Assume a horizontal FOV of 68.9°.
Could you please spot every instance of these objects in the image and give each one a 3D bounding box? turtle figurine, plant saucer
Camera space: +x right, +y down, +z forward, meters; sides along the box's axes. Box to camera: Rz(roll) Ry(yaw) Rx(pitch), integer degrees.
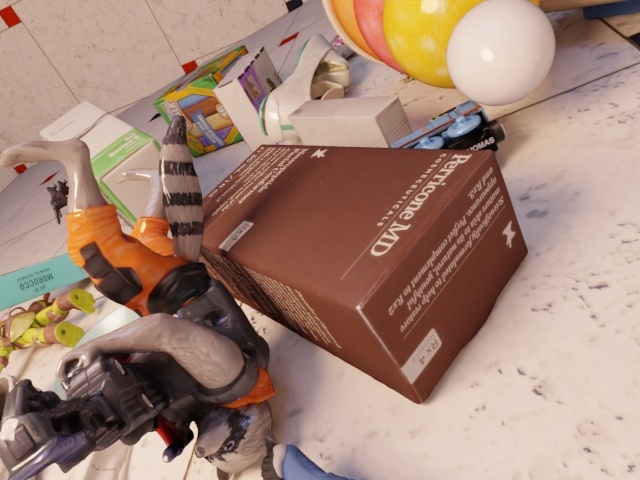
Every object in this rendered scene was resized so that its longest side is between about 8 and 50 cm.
[{"bbox_3d":[-0.511,0.151,0.830,0.218,0.087,0.269,-20,30,17],"label":"turtle figurine"},{"bbox_3d":[-0.286,0.162,0.663,0.195,0.037,0.195,-24,32,16],"label":"plant saucer"}]

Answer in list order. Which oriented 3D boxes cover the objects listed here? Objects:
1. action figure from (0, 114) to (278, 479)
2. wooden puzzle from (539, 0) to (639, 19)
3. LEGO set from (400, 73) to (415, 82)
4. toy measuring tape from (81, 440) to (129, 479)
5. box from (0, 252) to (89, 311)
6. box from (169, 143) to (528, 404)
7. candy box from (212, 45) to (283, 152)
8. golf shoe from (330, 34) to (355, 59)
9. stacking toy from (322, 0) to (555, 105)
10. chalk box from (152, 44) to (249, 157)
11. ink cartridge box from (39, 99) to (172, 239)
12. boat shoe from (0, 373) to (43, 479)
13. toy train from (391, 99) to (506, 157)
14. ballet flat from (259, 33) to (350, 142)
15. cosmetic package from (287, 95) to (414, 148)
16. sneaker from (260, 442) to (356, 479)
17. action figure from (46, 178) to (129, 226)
[{"bbox_3d":[-0.134,0.060,0.408,0.179,0.330,0.341,-27,0,-9],"label":"action figure"},{"bbox_3d":[0.533,-0.406,0.666,0.348,0.080,0.322,-38,32,-17],"label":"wooden puzzle"},{"bbox_3d":[0.186,-0.350,0.944,0.054,0.023,0.083,-23,33,17],"label":"LEGO set"},{"bbox_3d":[-0.204,0.235,0.417,0.121,0.121,0.330,-26,27,13],"label":"toy measuring tape"},{"bbox_3d":[-0.555,0.079,0.896,0.101,0.060,0.244,-13,10,36],"label":"box"},{"bbox_3d":[0.000,0.000,0.532,0.191,0.143,0.381,-47,36,-21],"label":"box"},{"bbox_3d":[-0.143,-0.325,1.072,0.070,0.164,0.196,-15,36,25],"label":"candy box"},{"bbox_3d":[0.044,-0.491,1.239,0.186,0.067,0.085,-23,60,16],"label":"golf shoe"},{"bbox_3d":[0.181,-0.332,0.666,0.351,0.350,0.479,-23,42,17],"label":"stacking toy"},{"bbox_3d":[-0.295,-0.355,1.238,0.289,0.179,0.180,-10,39,33],"label":"chalk box"},{"bbox_3d":[-0.379,-0.127,0.902,0.289,0.211,0.121,31,68,36],"label":"ink cartridge box"},{"bbox_3d":[-0.403,0.270,0.572,0.096,0.088,0.267,-31,31,4],"label":"boat shoe"},{"bbox_3d":[0.144,-0.110,0.610,0.184,0.080,0.105,-26,23,14],"label":"toy train"},{"bbox_3d":[-0.003,-0.332,1.012,0.139,0.139,0.400,-13,35,30],"label":"ballet flat"},{"bbox_3d":[0.048,-0.179,0.768,0.060,0.098,0.239,-43,33,-19],"label":"cosmetic package"},{"bbox_3d":[0.040,0.196,0.296,0.081,0.080,0.211,-40,41,-23],"label":"sneaker"},{"bbox_3d":[-0.492,-0.107,1.129,0.276,0.140,0.164,-17,16,-24],"label":"action figure"}]
